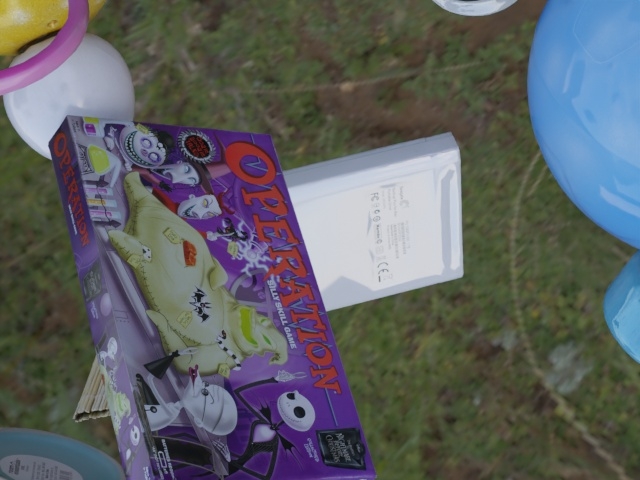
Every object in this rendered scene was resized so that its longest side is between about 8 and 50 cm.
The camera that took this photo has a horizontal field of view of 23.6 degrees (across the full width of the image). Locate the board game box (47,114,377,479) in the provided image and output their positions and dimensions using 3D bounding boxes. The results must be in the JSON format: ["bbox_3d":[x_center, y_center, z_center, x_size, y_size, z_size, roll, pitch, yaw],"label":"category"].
[{"bbox_3d":[-0.093,0.053,1.279,0.056,0.208,0.347,-45,52,40],"label":"board game box"}]

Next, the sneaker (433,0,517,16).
[{"bbox_3d":[0.147,-0.449,1.400,0.169,0.257,0.447,3,86,15],"label":"sneaker"}]

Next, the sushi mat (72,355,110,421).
[{"bbox_3d":[-0.214,0.092,1.930,0.151,0.316,0.019,-19,126,26],"label":"sushi mat"}]

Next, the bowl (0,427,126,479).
[{"bbox_3d":[-0.305,0.305,1.617,0.311,0.311,0.163,20,101,21],"label":"bowl"}]

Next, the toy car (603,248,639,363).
[{"bbox_3d":[0.257,0.054,0.728,0.210,0.238,0.219,28,130,-5],"label":"toy car"}]

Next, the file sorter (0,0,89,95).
[{"bbox_3d":[-0.191,-0.178,0.425,0.202,0.182,0.290,-14,141,-4],"label":"file sorter"}]

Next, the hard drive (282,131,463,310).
[{"bbox_3d":[0.000,0.000,1.644,0.307,0.040,0.203,-13,137,-6],"label":"hard drive"}]

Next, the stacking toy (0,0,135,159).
[{"bbox_3d":[-0.290,-0.292,1.379,0.350,0.350,0.480,-26,86,37],"label":"stacking toy"}]

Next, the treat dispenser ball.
[{"bbox_3d":[0.307,-0.124,1.198,0.288,0.288,0.288,13,119,25],"label":"treat dispenser ball"}]
